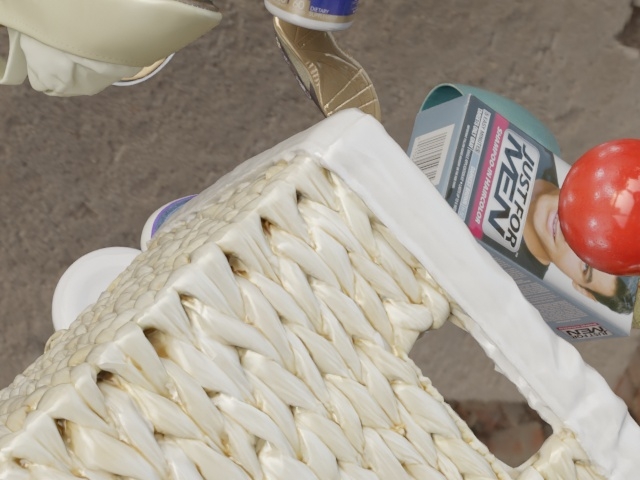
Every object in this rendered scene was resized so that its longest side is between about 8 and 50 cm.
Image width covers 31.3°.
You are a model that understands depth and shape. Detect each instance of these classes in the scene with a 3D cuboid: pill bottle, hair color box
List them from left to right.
[{"bbox_3d":[-0.313,0.154,1.770,0.188,0.188,0.334,-36,167,-21],"label":"pill bottle"},{"bbox_3d":[0.009,-0.481,1.826,0.153,0.153,0.264,-6,122,-37],"label":"pill bottle"},{"bbox_3d":[0.278,-0.020,1.563,0.374,0.114,0.185,30,64,-29],"label":"hair color box"}]

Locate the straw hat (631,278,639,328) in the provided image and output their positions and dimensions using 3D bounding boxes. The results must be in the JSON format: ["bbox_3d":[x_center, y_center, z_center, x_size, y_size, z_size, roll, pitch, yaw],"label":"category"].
[{"bbox_3d":[0.485,0.092,1.672,0.144,0.061,0.144,-1,125,-1],"label":"straw hat"}]

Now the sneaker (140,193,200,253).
[{"bbox_3d":[0.000,0.001,1.159,0.323,0.236,0.130,12,75,-20],"label":"sneaker"}]

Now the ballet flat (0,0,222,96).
[{"bbox_3d":[-0.155,-0.122,0.646,0.086,0.248,0.086,-27,127,-42],"label":"ballet flat"}]

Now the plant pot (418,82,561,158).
[{"bbox_3d":[0.303,-0.128,1.994,0.195,0.290,0.290,-3,112,-18],"label":"plant pot"}]

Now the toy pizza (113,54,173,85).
[{"bbox_3d":[-0.261,-0.310,1.549,0.032,0.201,0.201,13,101,-59],"label":"toy pizza"}]

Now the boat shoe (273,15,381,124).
[{"bbox_3d":[0.009,-0.297,2.034,0.103,0.092,0.285,-37,97,-8],"label":"boat shoe"}]

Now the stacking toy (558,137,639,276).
[{"bbox_3d":[0.314,-0.010,0.703,0.141,0.330,0.141,8,90,-78],"label":"stacking toy"}]

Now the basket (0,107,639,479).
[{"bbox_3d":[-0.020,0.150,0.688,0.328,0.331,0.266,49,64,-9],"label":"basket"}]
